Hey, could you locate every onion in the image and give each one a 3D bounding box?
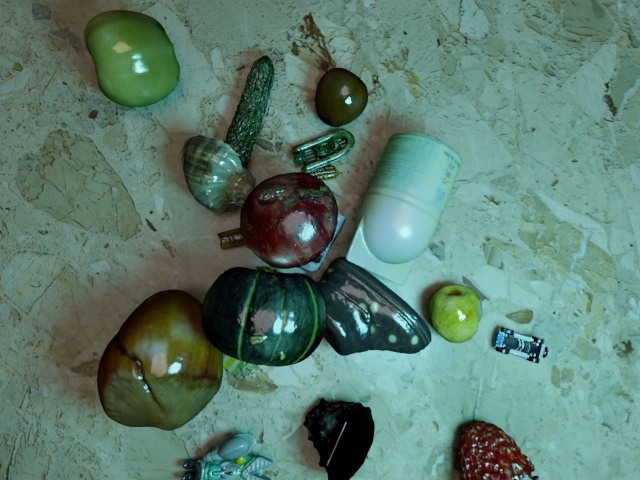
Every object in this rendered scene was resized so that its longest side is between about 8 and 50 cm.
[{"bbox_3d":[-0.085,-0.061,1.157,0.276,0.276,0.277,0,86,-5],"label":"onion"}]

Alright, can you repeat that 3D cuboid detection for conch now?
[{"bbox_3d":[-0.319,-0.178,1.251,0.291,0.210,0.159,20,67,11],"label":"conch"}]

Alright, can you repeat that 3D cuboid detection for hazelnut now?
[{"bbox_3d":[-0.426,0.317,1.151,0.372,0.315,0.373,-18,56,29],"label":"hazelnut"}]

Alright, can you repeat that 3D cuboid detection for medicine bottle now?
[{"bbox_3d":[0.238,-0.088,1.265,0.235,0.236,0.407,23,84,-3],"label":"medicine bottle"}]

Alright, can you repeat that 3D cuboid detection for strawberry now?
[{"bbox_3d":[0.495,0.635,1.263,0.233,0.234,0.178,-18,67,-6],"label":"strawberry"}]

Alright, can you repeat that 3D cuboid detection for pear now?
[{"bbox_3d":[0.414,0.227,1.299,0.177,0.178,0.178,0,86,-5],"label":"pear"}]

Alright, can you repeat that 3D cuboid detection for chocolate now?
[{"bbox_3d":[0.036,0.571,1.273,0.177,0.206,0.224,15,70,40],"label":"chocolate"},{"bbox_3d":[0.056,-0.437,1.317,0.176,0.177,0.177,0,86,-5],"label":"chocolate"}]

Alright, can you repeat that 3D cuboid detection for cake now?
[{"bbox_3d":[-0.211,0.314,1.301,0.109,0.090,0.225,41,103,-2],"label":"cake"}]

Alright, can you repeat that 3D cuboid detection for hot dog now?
[{"bbox_3d":[0.000,-0.212,1.355,0.122,0.037,0.049,-13,83,-6],"label":"hot dog"}]

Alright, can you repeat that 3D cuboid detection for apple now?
[{"bbox_3d":[-0.543,-0.528,1.230,0.262,0.262,0.263,0,86,-5],"label":"apple"}]

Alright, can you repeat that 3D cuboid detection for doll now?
[{"bbox_3d":[-0.265,0.681,1.215,0.258,0.153,0.195,-28,75,-1],"label":"doll"}]

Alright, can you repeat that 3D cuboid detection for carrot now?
[{"bbox_3d":[-0.189,-0.030,1.314,0.260,0.070,0.070,-15,87,-3],"label":"carrot"}]

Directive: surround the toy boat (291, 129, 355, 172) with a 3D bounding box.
[{"bbox_3d":[0.011,-0.288,1.351,0.210,0.052,0.104,-23,70,-5],"label":"toy boat"}]

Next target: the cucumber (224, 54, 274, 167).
[{"bbox_3d":[-0.220,-0.407,1.326,0.096,0.096,0.360,16,83,-3],"label":"cucumber"}]

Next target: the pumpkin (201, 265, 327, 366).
[{"bbox_3d":[-0.140,0.189,1.082,0.322,0.323,0.242,8,88,-4],"label":"pumpkin"}]

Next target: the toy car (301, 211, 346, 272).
[{"bbox_3d":[0.000,0.000,1.304,0.089,0.108,0.210,30,85,-2],"label":"toy car"}]

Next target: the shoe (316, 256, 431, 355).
[{"bbox_3d":[0.129,0.245,1.264,0.384,0.171,0.237,40,77,0],"label":"shoe"}]

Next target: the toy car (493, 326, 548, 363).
[{"bbox_3d":[0.636,0.333,1.351,0.170,0.070,0.080,16,85,-2],"label":"toy car"}]
